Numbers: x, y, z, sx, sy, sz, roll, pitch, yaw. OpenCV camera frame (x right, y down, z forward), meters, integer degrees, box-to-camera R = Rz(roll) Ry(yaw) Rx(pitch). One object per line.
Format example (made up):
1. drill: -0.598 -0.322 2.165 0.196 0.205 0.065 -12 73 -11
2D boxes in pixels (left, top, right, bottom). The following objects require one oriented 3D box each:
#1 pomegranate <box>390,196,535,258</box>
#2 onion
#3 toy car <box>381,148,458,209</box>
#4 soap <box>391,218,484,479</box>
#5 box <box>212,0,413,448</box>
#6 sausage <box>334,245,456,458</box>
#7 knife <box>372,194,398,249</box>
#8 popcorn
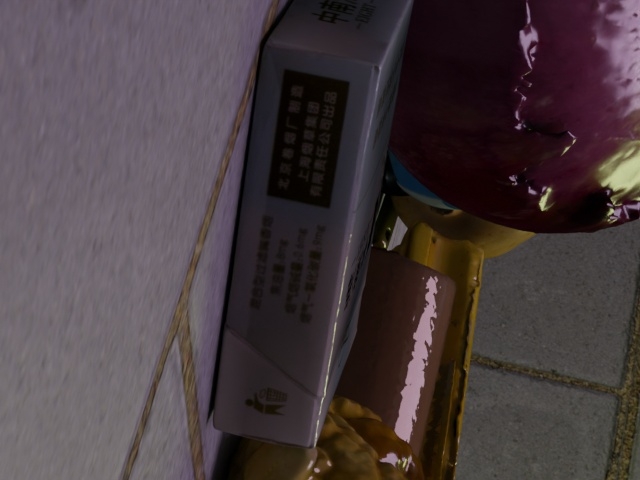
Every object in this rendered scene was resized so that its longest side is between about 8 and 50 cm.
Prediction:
1. pomegranate: 0.190 -0.091 1.981 0.233 0.233 0.233 12 90 -85
2. onion: 0.151 -0.183 1.169 0.358 0.345 0.358 8 90 -67
3. toy car: 0.159 -0.153 1.719 0.190 0.188 0.255 84 17 -48
4. soap: 0.084 0.162 1.767 0.204 0.096 0.324 123 -19 -57
5. box: -0.003 -0.021 0.974 0.155 0.067 0.243 -63 164 -63
6. sausage: 0.029 0.135 1.369 0.123 0.123 0.253 84 20 -73
7. knife: 0.109 -0.097 2.110 0.343 0.027 0.061 -71 145 -45
8. popcorn: -0.002 0.183 1.109 0.140 0.163 0.194 -60 -148 16
